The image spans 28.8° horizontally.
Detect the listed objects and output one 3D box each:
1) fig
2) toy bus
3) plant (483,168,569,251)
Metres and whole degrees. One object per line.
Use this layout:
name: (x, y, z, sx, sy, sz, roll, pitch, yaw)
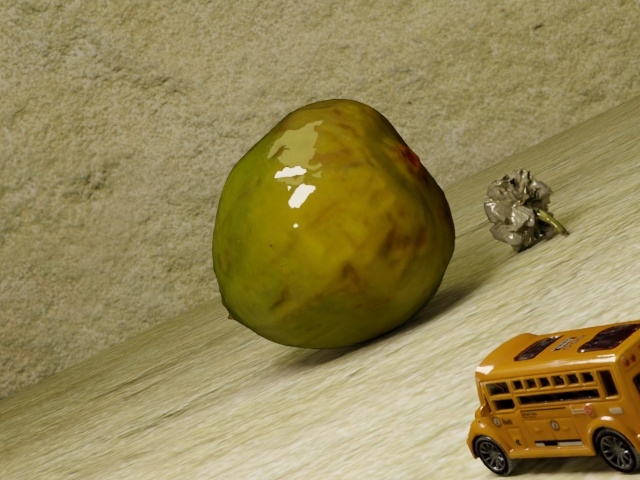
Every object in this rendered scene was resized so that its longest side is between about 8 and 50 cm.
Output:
fig: (0.004, -0.008, 1.695, 0.343, 0.343, 0.343, -26, 5, 2)
toy bus: (0.178, 0.109, 0.887, 0.083, 0.088, 0.194, -31, 7, -33)
plant: (0.298, -0.039, 1.778, 0.104, 0.116, 0.122, -42, 29, -16)
